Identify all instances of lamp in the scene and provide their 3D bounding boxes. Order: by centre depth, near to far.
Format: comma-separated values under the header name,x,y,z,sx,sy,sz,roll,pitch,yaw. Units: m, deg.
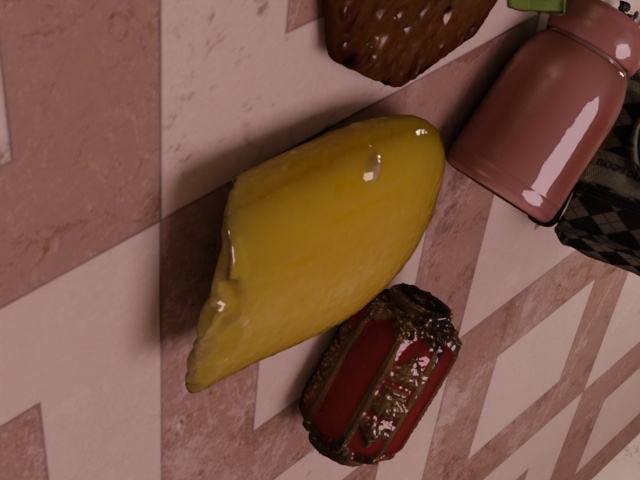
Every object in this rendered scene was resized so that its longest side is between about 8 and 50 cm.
name,x,y,z,sx,sy,sz,roll,pitch,yaw
lamp,0.085,0.195,1.679,0.177,0.177,0.274,3,122,-57

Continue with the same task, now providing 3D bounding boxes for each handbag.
name,x,y,z,sx,sy,sz,roll,pitch,yaw
handbag,0.599,-0.129,1.855,0.416,0.317,0.180,-65,156,-2

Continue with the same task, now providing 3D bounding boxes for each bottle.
name,x,y,z,sx,sy,sz,roll,pitch,yaw
bottle,0.315,-0.190,1.605,0.296,0.173,0.206,-59,-177,6

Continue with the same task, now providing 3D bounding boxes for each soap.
name,x,y,z,sx,sy,sz,roll,pitch,yaw
soap,-0.003,-0.001,1.379,0.427,0.115,0.306,-22,135,-45

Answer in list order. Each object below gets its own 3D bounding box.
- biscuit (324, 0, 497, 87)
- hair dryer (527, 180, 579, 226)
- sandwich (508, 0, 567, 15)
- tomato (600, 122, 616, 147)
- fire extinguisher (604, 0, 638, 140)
name,x,y,z,sx,sy,sz,roll,pitch,yaw
biscuit,0.128,-0.328,1.280,0.359,0.046,0.359,-37,148,-29
hair dryer,0.423,-0.095,1.983,0.198,0.057,0.100,-27,144,-49
sandwich,0.291,-0.360,1.530,0.074,0.074,0.116,84,17,-51
tomato,0.402,-0.179,1.809,0.159,0.091,0.139,-47,149,-7
fire extinguisher,0.419,-0.260,1.729,0.099,0.071,0.231,89,20,-79
